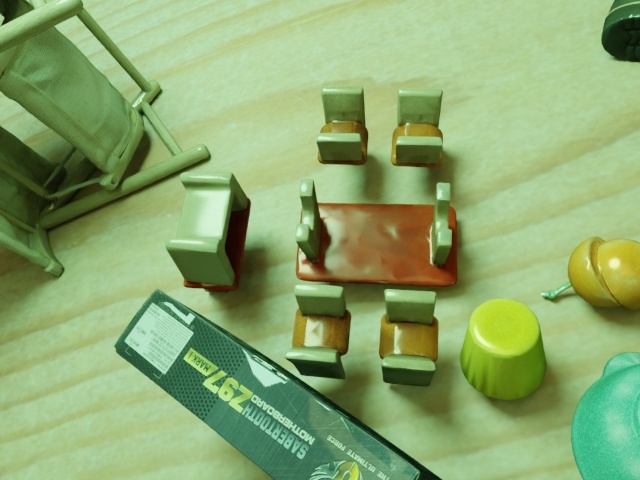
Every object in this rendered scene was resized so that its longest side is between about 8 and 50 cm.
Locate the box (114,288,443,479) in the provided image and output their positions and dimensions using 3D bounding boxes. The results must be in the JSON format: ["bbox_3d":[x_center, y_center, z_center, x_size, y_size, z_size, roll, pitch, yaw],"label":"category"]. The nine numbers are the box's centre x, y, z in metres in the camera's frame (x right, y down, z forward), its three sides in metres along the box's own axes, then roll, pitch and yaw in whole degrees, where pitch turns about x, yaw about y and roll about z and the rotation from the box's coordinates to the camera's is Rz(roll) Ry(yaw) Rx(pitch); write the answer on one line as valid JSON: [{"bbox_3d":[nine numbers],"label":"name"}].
[{"bbox_3d":[-0.020,0.139,0.448,0.232,0.183,0.059,29,78,27],"label":"box"}]

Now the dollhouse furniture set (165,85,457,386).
[{"bbox_3d":[0.000,0.000,0.562,0.259,0.135,0.262,3,66,8],"label":"dollhouse furniture set"}]

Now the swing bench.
[{"bbox_3d":[-0.310,-0.130,0.638,0.254,0.253,0.165,-38,59,-2],"label":"swing bench"}]

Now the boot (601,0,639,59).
[{"bbox_3d":[0.386,-0.243,0.553,0.197,0.077,0.137,12,65,23],"label":"boot"}]

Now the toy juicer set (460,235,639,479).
[{"bbox_3d":[0.278,0.123,0.413,0.209,0.089,0.329,-35,50,-14],"label":"toy juicer set"}]
